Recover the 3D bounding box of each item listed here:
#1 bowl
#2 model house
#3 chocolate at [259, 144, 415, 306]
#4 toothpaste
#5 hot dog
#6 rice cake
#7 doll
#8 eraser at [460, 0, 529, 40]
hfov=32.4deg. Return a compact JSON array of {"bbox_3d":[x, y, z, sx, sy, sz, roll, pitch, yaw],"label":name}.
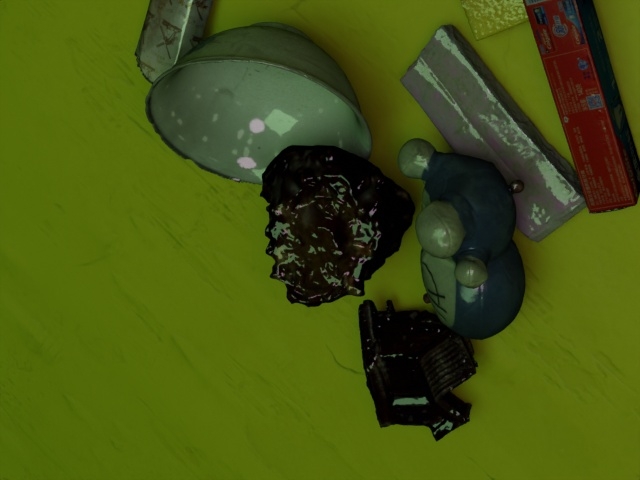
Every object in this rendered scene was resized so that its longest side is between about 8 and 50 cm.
[{"bbox_3d":[-0.072,-0.208,1.505,0.313,0.146,0.313,9,155,4],"label":"bowl"},{"bbox_3d":[0.147,0.188,1.586,0.164,0.141,0.203,-7,126,11],"label":"model house"},{"bbox_3d":[0.000,0.000,1.496,0.224,0.177,0.206,3,146,27],"label":"chocolate"},{"bbox_3d":[0.316,-0.191,1.325,0.066,0.076,0.320,-9,113,30],"label":"toothpaste"},{"bbox_3d":[-0.214,-0.313,1.620,0.108,0.059,0.191,26,116,16],"label":"hot dog"},{"bbox_3d":[0.225,-0.138,1.443,0.298,0.050,0.106,51,125,3],"label":"rice cake"},{"bbox_3d":[0.185,0.009,1.434,0.154,0.228,0.258,-9,131,-6],"label":"doll"},{"bbox_3d":[0.237,-0.316,1.372,0.122,0.045,0.097,-15,100,32],"label":"eraser"}]
